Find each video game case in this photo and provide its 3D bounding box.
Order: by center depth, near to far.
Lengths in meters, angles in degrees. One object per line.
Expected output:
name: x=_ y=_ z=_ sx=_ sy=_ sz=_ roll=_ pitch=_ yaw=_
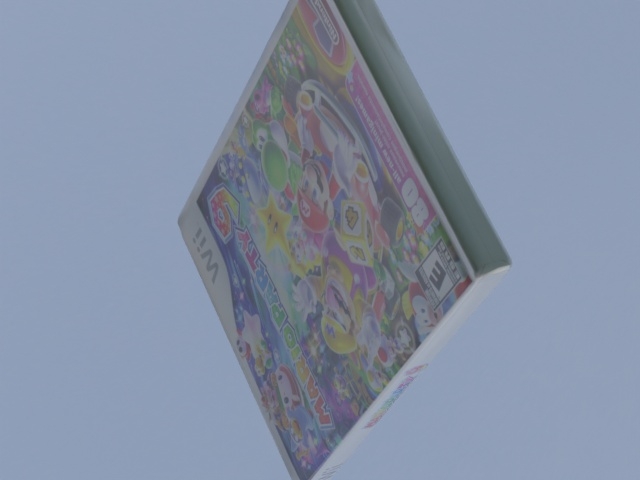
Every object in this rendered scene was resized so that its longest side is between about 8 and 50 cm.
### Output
video game case: x=0.000 y=0.000 z=0.428 sx=0.011 sy=0.122 sz=0.087 roll=-15 pitch=-113 yaw=-28
